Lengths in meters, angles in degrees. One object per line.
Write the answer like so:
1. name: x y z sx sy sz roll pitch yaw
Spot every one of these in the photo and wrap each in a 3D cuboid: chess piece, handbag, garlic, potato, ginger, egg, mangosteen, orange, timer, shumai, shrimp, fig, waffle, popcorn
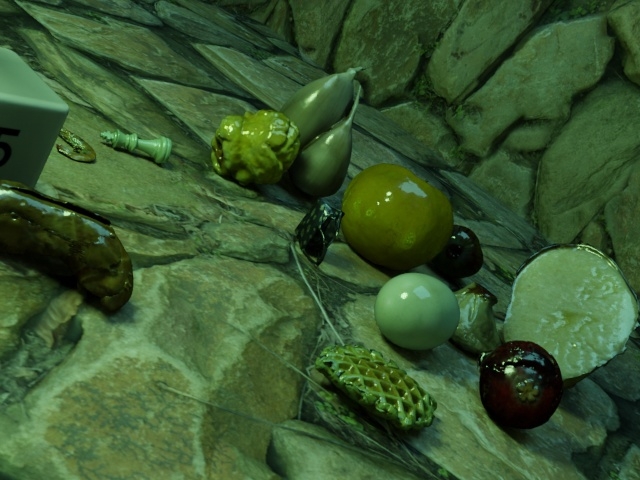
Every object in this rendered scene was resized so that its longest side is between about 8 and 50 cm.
1. chess piece: -0.393 -0.207 1.695 0.149 0.059 0.059 14 25 -31
2. handbag: 0.000 0.000 1.725 0.072 0.115 0.139 23 38 -23
3. garlic: 0.021 -0.268 2.039 0.231 0.340 0.246 46 22 21
4. potato: 0.586 0.222 1.898 0.289 0.296 0.397 3 53 15
5. ginger: -0.398 -0.010 1.129 0.309 0.107 0.133 27 43 -15
6. egg: 0.194 0.141 1.576 0.209 0.151 0.151 20 20 -52
7. mangosteen: 0.371 0.272 1.526 0.166 0.166 0.180 30 -11 -4
8. orange: 0.178 -0.053 1.916 0.279 0.235 0.279 34 5 -3
9. timer: -0.528 -0.175 1.194 0.192 0.195 0.194 42 21 28
10. shumai: 0.344 0.167 1.785 0.201 0.120 0.201 30 16 -10
11. shrimp: -0.488 -0.189 1.552 0.114 0.023 0.083 40 23 13
12. fig: 0.385 0.038 2.174 0.149 0.149 0.245 39 8 21
13. waffle: 0.096 0.239 1.327 0.214 0.054 0.208 35 16 17
14. popcorn: -0.160 -0.231 1.893 0.203 0.200 0.226 26 17 -34
